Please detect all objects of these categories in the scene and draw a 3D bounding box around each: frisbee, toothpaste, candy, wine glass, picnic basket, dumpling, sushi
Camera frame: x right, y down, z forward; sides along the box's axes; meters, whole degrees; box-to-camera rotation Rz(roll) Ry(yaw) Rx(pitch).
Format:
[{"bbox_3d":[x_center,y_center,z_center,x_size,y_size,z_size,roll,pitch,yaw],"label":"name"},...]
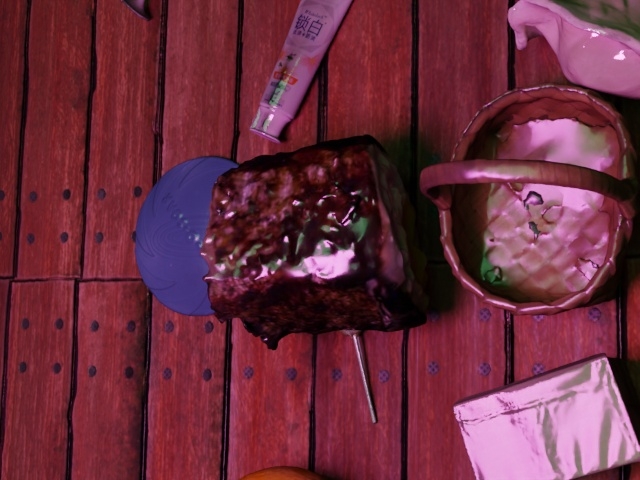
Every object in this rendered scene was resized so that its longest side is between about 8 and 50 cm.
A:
[{"bbox_3d":[-0.217,-0.010,1.792,0.290,0.049,0.289,-4,82,25],"label":"frisbee"},{"bbox_3d":[-0.029,-0.324,1.741,0.100,0.066,0.323,23,88,22],"label":"toothpaste"},{"bbox_3d":[0.067,0.194,1.634,0.061,0.061,0.202,-15,85,23],"label":"candy"},{"bbox_3d":[-0.284,-0.503,1.877,0.195,0.079,0.079,-48,66,14],"label":"wine glass"},{"bbox_3d":[0.288,-0.065,1.408,0.293,0.337,0.337,3,84,26],"label":"picnic basket"},{"bbox_3d":[0.421,-0.298,1.414,0.318,0.243,0.187,19,98,26],"label":"dumpling"},{"bbox_3d":[-0.003,-0.001,1.540,0.294,0.281,0.299,-13,45,17],"label":"sushi"}]

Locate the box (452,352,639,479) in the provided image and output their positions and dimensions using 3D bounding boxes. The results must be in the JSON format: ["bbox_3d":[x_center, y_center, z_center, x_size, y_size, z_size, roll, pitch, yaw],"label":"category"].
[{"bbox_3d":[0.331,0.264,1.433,0.231,0.149,0.155,-24,73,21],"label":"box"}]

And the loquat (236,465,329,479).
[{"bbox_3d":[-0.053,0.473,1.532,0.263,0.263,0.263,-4,81,25],"label":"loquat"}]
